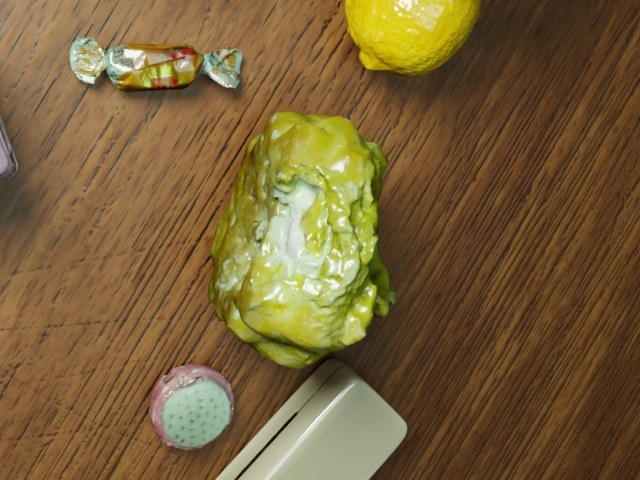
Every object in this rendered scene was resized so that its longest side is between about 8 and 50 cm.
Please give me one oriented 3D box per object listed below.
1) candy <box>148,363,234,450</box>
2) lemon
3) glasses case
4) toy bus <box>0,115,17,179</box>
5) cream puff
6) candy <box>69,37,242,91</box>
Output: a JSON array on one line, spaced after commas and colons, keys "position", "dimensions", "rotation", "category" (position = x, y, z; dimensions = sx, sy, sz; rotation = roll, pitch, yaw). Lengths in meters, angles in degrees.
[{"position": [-0.153, 0.198, 0.886], "dimensions": [0.103, 0.043, 0.103], "rotation": [-7, 106, -26], "category": "candy"}, {"position": [0.107, -0.267, 0.825], "dimensions": [0.142, 0.142, 0.187], "rotation": [28, 92, -32], "category": "lemon"}, {"position": [-0.043, 0.318, 0.962], "dimensions": [0.336, 0.076, 0.144], "rotation": [-46, 121, -8], "category": "glasses case"}, {"position": [-0.374, -0.093, 0.620], "dimensions": [0.202, 0.142, 0.142], "rotation": [-22, 114, -21], "category": "toy bus"}, {"position": [0.001, 0.001, 0.778], "dimensions": [0.185, 0.282, 0.282], "rotation": [19, 96, -24], "category": "cream puff"}, {"position": [-0.161, -0.179, 0.763], "dimensions": [0.182, 0.046, 0.053], "rotation": [-5, 106, -24], "category": "candy"}]
